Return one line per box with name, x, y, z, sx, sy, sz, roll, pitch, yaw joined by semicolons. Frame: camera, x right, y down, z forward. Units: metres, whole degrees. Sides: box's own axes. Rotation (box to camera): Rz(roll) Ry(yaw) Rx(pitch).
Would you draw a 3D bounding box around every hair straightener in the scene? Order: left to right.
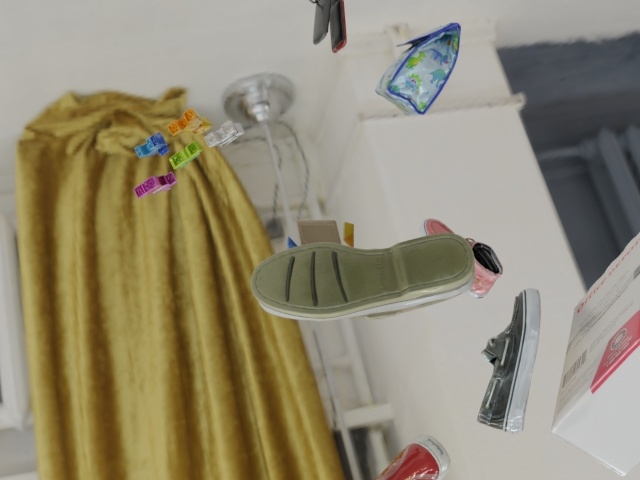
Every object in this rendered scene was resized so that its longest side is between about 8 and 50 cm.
hair straightener;0.001;-0.435;1.649;0.089;0.230;0.047;14;157;-32

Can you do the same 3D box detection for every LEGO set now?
LEGO set;-0.227;-0.168;1.663;0.227;0.087;0.093;-31;173;26

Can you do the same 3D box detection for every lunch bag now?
lunch bag;0.164;-0.282;1.545;0.151;0.096;0.129;-53;-170;4

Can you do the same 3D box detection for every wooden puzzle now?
wooden puzzle;0.000;0.000;1.450;0.116;0.078;0.014;6;146;-23

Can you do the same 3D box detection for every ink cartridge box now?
ink cartridge box;0.358;0.115;1.087;0.100;0.237;0.172;31;127;1

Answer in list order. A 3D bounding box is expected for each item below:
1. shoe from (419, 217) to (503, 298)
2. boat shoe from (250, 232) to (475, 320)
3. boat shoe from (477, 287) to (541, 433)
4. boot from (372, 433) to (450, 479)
shoe;0.254;0.014;1.723;0.063;0.178;0.081;-23;157;-35
boat shoe;0.060;0.065;1.319;0.302;0.113;0.103;-5;153;8
boat shoe;0.418;0.257;2.148;0.119;0.335;0.121;10;158;12
boot;0.074;0.390;1.354;0.176;0.088;0.244;-29;149;-37
